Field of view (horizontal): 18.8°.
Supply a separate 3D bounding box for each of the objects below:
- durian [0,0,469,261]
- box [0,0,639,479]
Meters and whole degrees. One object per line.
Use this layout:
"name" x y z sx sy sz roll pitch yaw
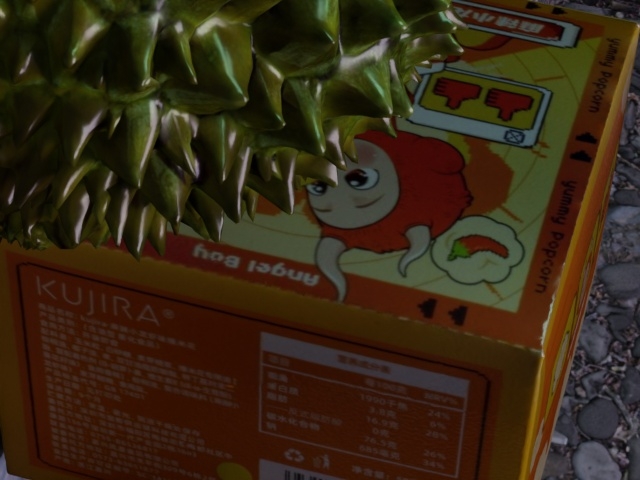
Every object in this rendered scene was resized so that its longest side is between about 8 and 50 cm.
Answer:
"durian" -0.094 -0.105 0.556 0.291 0.291 0.224 -64 177 -49
"box" 0.000 0.000 1.027 0.213 0.284 0.259 93 14 -46
